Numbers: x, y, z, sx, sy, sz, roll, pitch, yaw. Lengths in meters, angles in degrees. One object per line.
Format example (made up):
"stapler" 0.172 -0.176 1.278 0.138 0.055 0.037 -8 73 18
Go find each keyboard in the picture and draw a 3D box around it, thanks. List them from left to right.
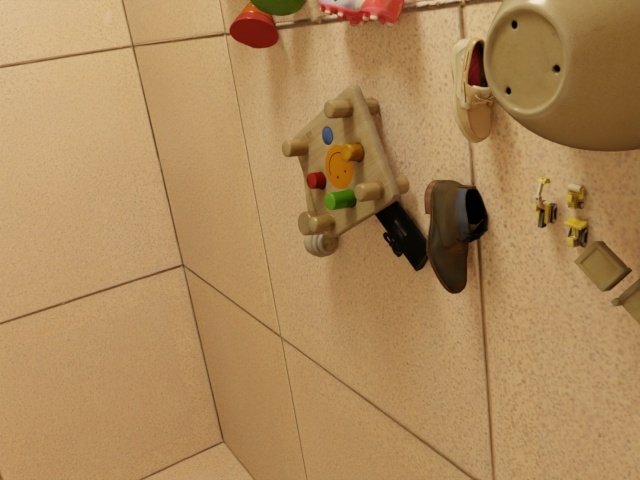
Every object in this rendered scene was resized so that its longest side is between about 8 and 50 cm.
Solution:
"keyboard" 0.172 -0.018 1.391 0.180 0.023 0.108 57 144 28

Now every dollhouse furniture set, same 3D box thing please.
"dollhouse furniture set" 0.464 0.039 0.832 0.161 0.101 0.182 -53 55 30

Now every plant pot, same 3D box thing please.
"plant pot" 0.315 -0.233 0.792 0.284 0.191 0.284 40 139 46

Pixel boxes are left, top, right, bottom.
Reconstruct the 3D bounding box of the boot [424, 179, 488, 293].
"boot" 0.251 -0.003 1.182 0.106 0.082 0.219 5 109 64

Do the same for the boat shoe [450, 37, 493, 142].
"boat shoe" 0.251 -0.243 1.049 0.059 0.063 0.170 13 117 66

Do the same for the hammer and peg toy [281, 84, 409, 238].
"hammer and peg toy" 0.015 -0.146 1.419 0.361 0.127 0.265 -31 75 53

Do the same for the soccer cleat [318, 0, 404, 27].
"soccer cleat" 0.080 -0.463 1.238 0.248 0.083 0.095 37 108 56

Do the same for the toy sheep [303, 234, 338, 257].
"toy sheep" 0.000 0.000 1.661 0.132 0.091 0.091 -1 105 57

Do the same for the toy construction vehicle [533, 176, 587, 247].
"toy construction vehicle" 0.365 -0.042 0.991 0.086 0.035 0.098 32 134 52

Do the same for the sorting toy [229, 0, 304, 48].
"sorting toy" -0.105 -0.593 1.499 0.365 0.127 0.126 146 133 -60
